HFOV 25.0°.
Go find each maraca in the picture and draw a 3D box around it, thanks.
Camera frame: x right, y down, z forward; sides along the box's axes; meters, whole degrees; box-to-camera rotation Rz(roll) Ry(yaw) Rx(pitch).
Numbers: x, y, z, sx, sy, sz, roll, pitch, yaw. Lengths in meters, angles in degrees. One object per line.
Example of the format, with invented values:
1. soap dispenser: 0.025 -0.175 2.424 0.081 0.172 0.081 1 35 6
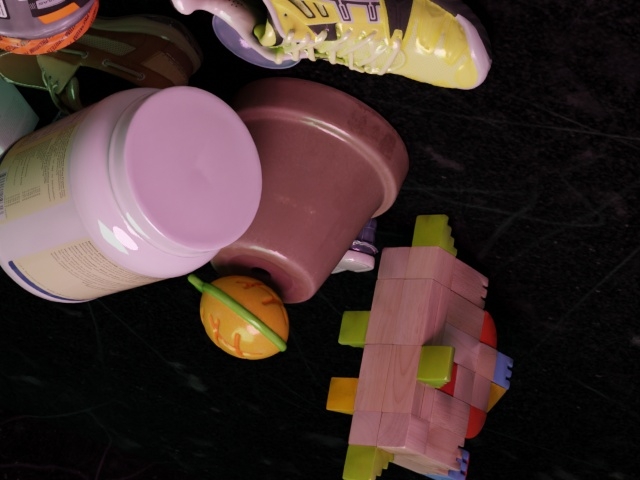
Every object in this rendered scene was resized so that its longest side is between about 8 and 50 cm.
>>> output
1. maraca: -0.107 0.093 1.853 0.127 0.099 0.186 47 169 -31

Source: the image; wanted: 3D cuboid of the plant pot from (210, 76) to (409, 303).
1. plant pot: -0.037 -0.048 1.898 0.263 0.229 0.263 16 152 9

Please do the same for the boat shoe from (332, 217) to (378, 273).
1. boat shoe: 0.000 0.000 2.113 0.095 0.079 0.254 18 170 -25

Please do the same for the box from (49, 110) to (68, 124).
1. box: -0.410 -0.064 2.210 0.142 0.163 0.247 33 151 -13

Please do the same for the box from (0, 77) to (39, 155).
1. box: -0.520 -0.200 2.121 0.130 0.091 0.170 8 150 25

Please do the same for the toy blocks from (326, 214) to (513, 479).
1. toy blocks: 0.175 0.186 2.078 0.191 0.381 0.261 -2 159 37

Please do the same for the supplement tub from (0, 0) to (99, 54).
1. supplement tub: -0.342 -0.359 1.594 0.194 0.193 0.316 17 153 10

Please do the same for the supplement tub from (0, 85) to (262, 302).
1. supplement tub: -0.249 -0.057 1.796 0.235 0.235 0.325 38 148 -29

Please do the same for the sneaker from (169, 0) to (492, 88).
1. sneaker: 0.004 -0.244 1.601 0.385 0.147 0.145 22 151 -4

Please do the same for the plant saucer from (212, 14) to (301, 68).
1. plant saucer: -0.074 -0.257 1.770 0.119 0.021 0.119 17 152 10

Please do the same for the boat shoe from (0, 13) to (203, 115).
1. boat shoe: -0.310 -0.226 1.889 0.324 0.120 0.122 2 147 33
